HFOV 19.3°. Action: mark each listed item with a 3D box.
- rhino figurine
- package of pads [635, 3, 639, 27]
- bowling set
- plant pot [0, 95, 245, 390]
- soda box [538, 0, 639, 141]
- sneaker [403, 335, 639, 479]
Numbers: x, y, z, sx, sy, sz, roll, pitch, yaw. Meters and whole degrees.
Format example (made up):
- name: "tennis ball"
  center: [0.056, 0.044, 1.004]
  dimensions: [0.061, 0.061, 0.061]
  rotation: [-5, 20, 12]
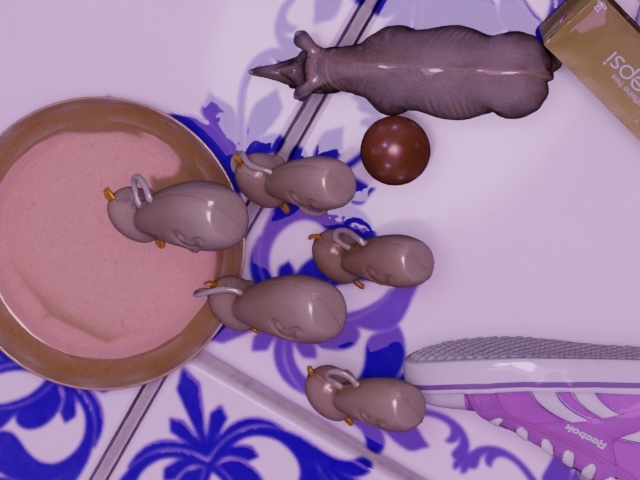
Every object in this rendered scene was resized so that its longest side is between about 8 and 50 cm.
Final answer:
- name: "rhino figurine"
  center: [0.066, -0.130, 1.446]
  dimensions: [0.243, 0.106, 0.073]
  rotation: [2, 94, 4]
- name: "package of pads"
  center: [0.276, -0.193, 1.462]
  dimensions: [0.050, 0.032, 0.083]
  rotation: [14, 96, 6]
- name: "bowling set"
  center: [0.000, 0.000, 1.449]
  dimensions: [0.200, 0.154, 0.287]
  rotation: [-51, 117, -22]
- name: "plant pot"
  center: [-0.176, 0.002, 1.515]
  dimensions: [0.236, 0.032, 0.236]
  rotation: [0, 94, 4]
- name: "soda box"
  center: [0.249, -0.114, 1.435]
  dimensions: [0.181, 0.061, 0.058]
  rotation: [43, 106, -12]
- name: "sneaker"
  center: [0.201, 0.161, 1.466]
  dimensions: [0.282, 0.102, 0.161]
  rotation: [5, 98, 4]
